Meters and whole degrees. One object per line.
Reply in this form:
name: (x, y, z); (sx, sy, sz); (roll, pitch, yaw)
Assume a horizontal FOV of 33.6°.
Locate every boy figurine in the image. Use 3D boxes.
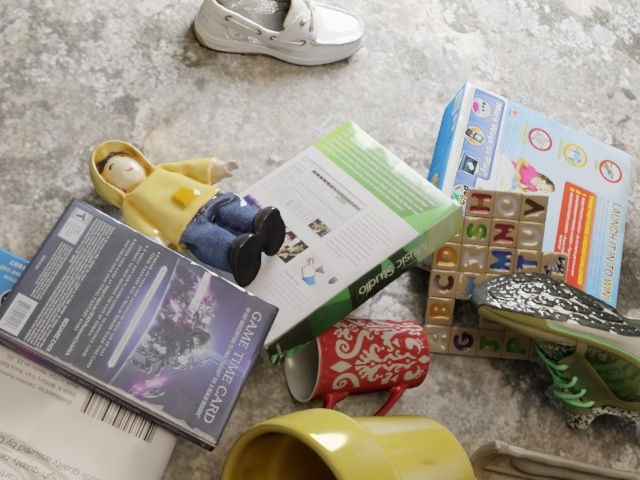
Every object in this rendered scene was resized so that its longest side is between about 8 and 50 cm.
boy figurine: (-0.179, -0.051, 1.367); (0.285, 0.092, 0.177); (29, 62, 25)

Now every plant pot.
plant pot: (0.049, 0.312, 1.249); (0.239, 0.254, 0.254); (-7, 66, -42)

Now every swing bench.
swing bench: (0.298, 0.410, 1.336); (0.253, 0.165, 0.255); (15, 54, -13)

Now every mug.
mug: (0.049, 0.171, 1.402); (0.169, 0.113, 0.150); (0, 93, -26)

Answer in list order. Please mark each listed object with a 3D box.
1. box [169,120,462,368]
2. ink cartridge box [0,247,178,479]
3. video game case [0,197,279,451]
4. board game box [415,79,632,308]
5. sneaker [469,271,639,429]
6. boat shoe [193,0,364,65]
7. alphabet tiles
box: (-0.008, -0.005, 1.392); (0.322, 0.058, 0.232); (-35, 53, -17)
ink cartridge box: (-0.330, 0.249, 1.160); (0.285, 0.166, 0.395); (26, 56, -8)
video game case: (-0.202, 0.090, 1.189); (0.274, 0.026, 0.196); (29, 53, -6)
board game box: (0.313, -0.051, 1.621); (0.302, 0.086, 0.308); (23, 58, -10)
sneaker: (0.373, 0.182, 1.467); (0.410, 0.182, 0.158); (22, 16, -16)
boat shoe: (-0.049, -0.335, 1.617); (0.277, 0.096, 0.098); (-2, 65, -23)
alphabet tiles: (0.251, 0.048, 1.496); (0.198, 0.009, 0.237); (5, 96, -8)
